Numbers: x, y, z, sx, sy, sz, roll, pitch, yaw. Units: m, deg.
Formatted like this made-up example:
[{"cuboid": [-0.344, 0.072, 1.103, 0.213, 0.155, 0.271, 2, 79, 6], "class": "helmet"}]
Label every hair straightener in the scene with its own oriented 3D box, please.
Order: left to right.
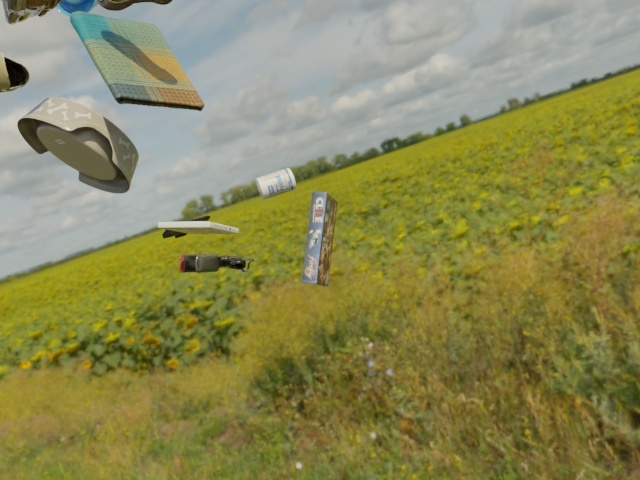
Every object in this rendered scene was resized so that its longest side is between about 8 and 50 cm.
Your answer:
[{"cuboid": [-0.216, 0.057, 1.555, 0.089, 0.047, 0.230, 0, -6, 26], "class": "hair straightener"}]

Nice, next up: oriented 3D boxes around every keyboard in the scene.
[{"cuboid": [-0.480, -0.046, 2.436, 0.180, 0.023, 0.108, -18, -22, -48], "class": "keyboard"}]

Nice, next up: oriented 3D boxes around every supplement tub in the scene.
[{"cuboid": [-0.133, -0.171, 2.067, 0.107, 0.071, 0.071, -20, 5, -11], "class": "supplement tub"}]

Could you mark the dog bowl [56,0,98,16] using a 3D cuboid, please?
[{"cuboid": [-0.680, -0.795, 1.999, 0.297, 0.166, 0.074, -48, 5, 28], "class": "dog bowl"}]

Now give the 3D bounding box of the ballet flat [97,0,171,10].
[{"cuboid": [-0.474, -0.627, 1.727, 0.250, 0.084, 0.058, 10, -7, 28], "class": "ballet flat"}]

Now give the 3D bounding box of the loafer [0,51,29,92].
[{"cuboid": [-0.725, -0.368, 1.478, 0.092, 0.102, 0.268, -8, 11, 10], "class": "loafer"}]

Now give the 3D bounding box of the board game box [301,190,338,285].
[{"cuboid": [0.000, 0.000, 1.864, 0.042, 0.243, 0.165, 6, -4, 12], "class": "board game box"}]

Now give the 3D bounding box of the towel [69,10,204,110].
[{"cuboid": [-0.502, -0.488, 1.876, 0.271, 0.370, 0.040, -4, -39, -43], "class": "towel"}]

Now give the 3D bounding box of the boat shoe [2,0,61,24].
[{"cuboid": [-0.562, -0.488, 1.343, 0.116, 0.123, 0.324, -12, 22, -23], "class": "boat shoe"}]

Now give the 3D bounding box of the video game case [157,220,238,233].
[{"cuboid": [-0.315, -0.032, 1.780, 0.157, 0.019, 0.143, 0, -6, 24], "class": "video game case"}]

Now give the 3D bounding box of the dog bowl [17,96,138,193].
[{"cuboid": [-0.683, -0.276, 1.977, 0.349, 0.349, 0.102, -12, 48, 55], "class": "dog bowl"}]
